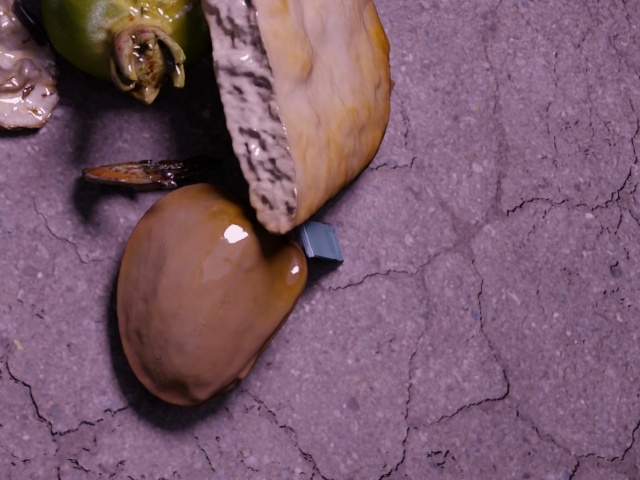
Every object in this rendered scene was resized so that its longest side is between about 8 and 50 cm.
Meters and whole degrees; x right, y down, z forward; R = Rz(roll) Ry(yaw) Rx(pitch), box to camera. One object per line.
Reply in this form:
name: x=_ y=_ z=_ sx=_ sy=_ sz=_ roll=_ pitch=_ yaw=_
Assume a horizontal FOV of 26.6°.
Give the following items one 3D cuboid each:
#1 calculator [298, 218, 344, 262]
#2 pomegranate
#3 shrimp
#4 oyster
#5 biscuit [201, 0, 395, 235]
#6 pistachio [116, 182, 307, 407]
calculator: x=0.000 y=0.000 z=1.720 sx=0.018 sy=0.172 sz=0.057 roll=-21 pitch=83 yaw=11
pomegranate: x=-0.221 y=-0.270 z=1.632 sx=0.236 sy=0.236 sz=0.302 roll=4 pitch=46 yaw=-23
shrimp: x=-0.189 y=-0.082 z=1.661 sx=0.195 sy=0.148 sz=0.035 roll=-7 pitch=97 yaw=-29
oyster: x=-0.426 y=-0.290 z=1.653 sx=0.129 sy=0.078 sz=0.345 roll=-29 pitch=96 yaw=-22
biscuit: x=-0.031 y=-0.268 z=1.698 sx=0.446 sy=0.104 sz=0.429 roll=-41 pitch=116 yaw=-62
pistachio: x=-0.147 y=0.064 z=1.628 sx=0.213 sy=0.163 sz=0.260 roll=30 pitch=76 yaw=8
